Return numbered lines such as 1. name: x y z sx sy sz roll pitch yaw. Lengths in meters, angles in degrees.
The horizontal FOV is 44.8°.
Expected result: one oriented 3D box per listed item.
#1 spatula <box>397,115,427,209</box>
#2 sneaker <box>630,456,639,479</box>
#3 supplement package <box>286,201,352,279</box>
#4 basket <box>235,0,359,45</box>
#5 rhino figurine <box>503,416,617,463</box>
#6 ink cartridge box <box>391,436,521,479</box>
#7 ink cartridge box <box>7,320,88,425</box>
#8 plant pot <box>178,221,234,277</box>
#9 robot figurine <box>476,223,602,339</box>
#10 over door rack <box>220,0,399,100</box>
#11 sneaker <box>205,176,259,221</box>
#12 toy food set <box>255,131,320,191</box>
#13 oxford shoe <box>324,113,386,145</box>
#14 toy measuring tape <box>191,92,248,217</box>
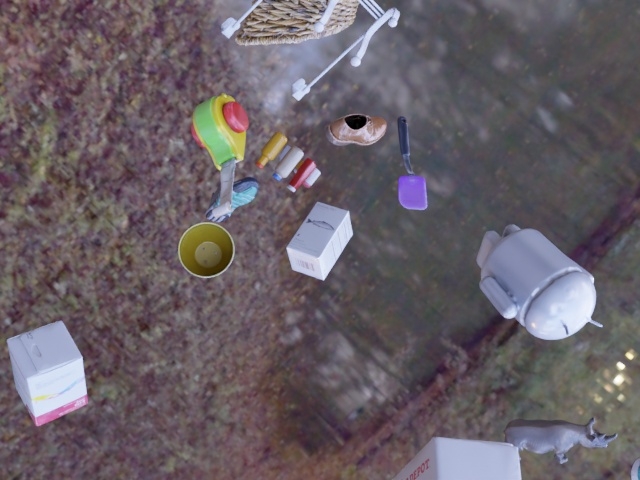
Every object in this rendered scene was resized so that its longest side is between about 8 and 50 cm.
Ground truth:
1. spatula: 0.245 -0.225 2.191 0.084 0.296 0.030 1 153 -15
2. sneaker: 0.695 0.467 1.318 0.124 0.295 0.178 -52 172 -16
3. supplement package: 0.000 0.000 2.142 0.179 0.105 0.105 -58 152 -31
4. basket: -0.030 -0.552 1.869 0.223 0.213 0.299 -61 178 32
5. rhino figurine: 0.511 0.425 1.669 0.106 0.243 0.073 58 35 -36
6. ink cartridge box: 0.235 0.581 1.359 0.285 0.166 0.395 112 -16 -54
7. ink cartridge box: -0.609 0.296 1.738 0.127 0.128 0.176 -21 141 -30
8. plant pot: -0.277 0.029 1.904 0.134 0.134 0.095 -45 177 -9
9. robot figurine: 0.548 0.109 1.961 0.300 0.353 0.200 -18 136 -23
10. over door rack: -0.028 -0.449 1.645 0.324 0.239 0.108 -31 -148 35
11. sneaker: -0.242 -0.137 2.093 0.083 0.098 0.223 22 144 -32
12. toy food set: -0.082 -0.189 2.088 0.104 0.111 0.232 -52 159 -3
13. oxford shoe: 0.107 -0.280 1.913 0.212 0.076 0.076 -19 167 -49
14. toy measuring tape: -0.213 -0.197 1.585 0.121 0.121 0.330 107 -12 -47
